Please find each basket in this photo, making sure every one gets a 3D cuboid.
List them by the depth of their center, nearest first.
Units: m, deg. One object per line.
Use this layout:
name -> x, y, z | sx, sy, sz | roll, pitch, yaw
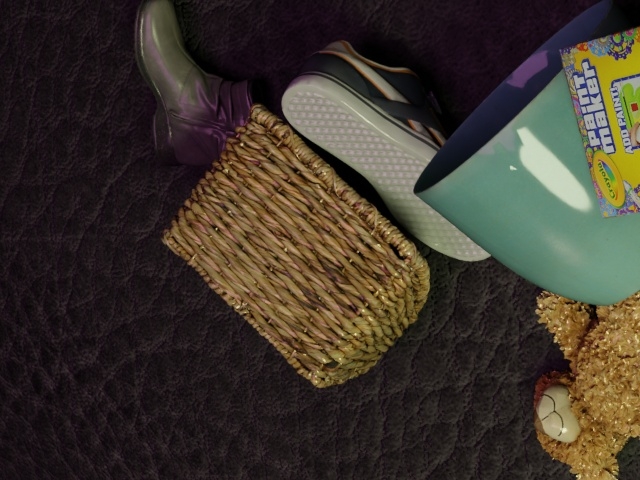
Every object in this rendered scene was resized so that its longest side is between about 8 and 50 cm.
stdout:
basket -> 0.000, 0.000, 2.085 | 0.299, 0.213, 0.223 | 42, 109, 17

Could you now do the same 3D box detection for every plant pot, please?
plant pot -> 0.283, -0.073, 1.802 | 0.235, 0.293, 0.293 | 45, 129, -7

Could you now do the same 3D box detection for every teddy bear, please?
teddy bear -> 0.350, 0.141, 1.935 | 0.338, 0.113, 0.245 | -31, 85, 39

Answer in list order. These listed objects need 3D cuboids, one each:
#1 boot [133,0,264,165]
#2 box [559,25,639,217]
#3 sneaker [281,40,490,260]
boot -> -0.146, -0.206, 2.198 | 0.161, 0.083, 0.246 | 3, 115, 28
box -> 0.437, -0.148, 1.583 | 0.279, 0.290, 0.177 | -10, 96, 57
sneaker -> 0.107, -0.117, 2.018 | 0.321, 0.127, 0.126 | 42, 137, -14
